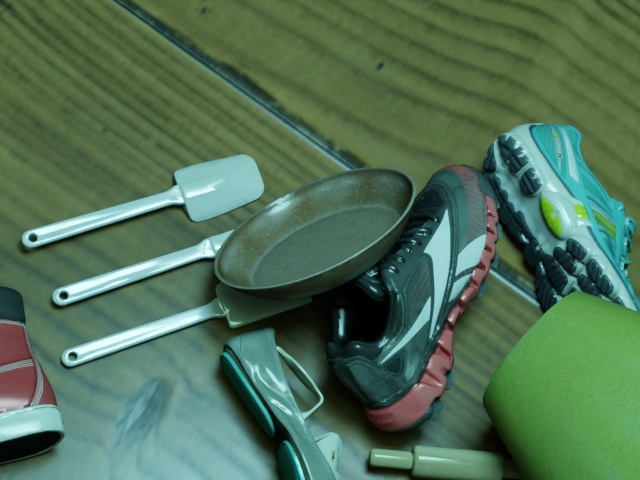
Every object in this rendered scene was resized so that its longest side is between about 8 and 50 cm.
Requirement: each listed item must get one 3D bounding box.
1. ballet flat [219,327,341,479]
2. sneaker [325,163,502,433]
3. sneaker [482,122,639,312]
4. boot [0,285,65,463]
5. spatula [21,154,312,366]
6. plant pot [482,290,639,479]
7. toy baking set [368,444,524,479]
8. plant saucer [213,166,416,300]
[{"bbox_3d":[-0.018,0.171,1.779,0.068,0.072,0.213,-22,71,-19],"label":"ballet flat"},{"bbox_3d":[0.081,0.032,1.823,0.135,0.098,0.276,39,60,-32],"label":"sneaker"},{"bbox_3d":[0.261,0.003,1.894,0.110,0.107,0.275,-15,71,-30],"label":"sneaker"},{"bbox_3d":[-0.363,0.123,1.734,0.244,0.088,0.176,-13,67,-22],"label":"boot"},{"bbox_3d":[-0.148,0.019,1.856,0.242,0.019,0.168,-17,76,-16],"label":"spatula"},{"bbox_3d":[0.294,0.189,1.741,0.293,0.274,0.275,40,65,18],"label":"plant pot"},{"bbox_3d":[0.140,0.281,1.787,0.256,0.030,0.196,2,69,-10],"label":"toy baking set"},{"bbox_3d":[0.000,0.000,1.805,0.199,0.199,0.036,-35,117,-22],"label":"plant saucer"}]
